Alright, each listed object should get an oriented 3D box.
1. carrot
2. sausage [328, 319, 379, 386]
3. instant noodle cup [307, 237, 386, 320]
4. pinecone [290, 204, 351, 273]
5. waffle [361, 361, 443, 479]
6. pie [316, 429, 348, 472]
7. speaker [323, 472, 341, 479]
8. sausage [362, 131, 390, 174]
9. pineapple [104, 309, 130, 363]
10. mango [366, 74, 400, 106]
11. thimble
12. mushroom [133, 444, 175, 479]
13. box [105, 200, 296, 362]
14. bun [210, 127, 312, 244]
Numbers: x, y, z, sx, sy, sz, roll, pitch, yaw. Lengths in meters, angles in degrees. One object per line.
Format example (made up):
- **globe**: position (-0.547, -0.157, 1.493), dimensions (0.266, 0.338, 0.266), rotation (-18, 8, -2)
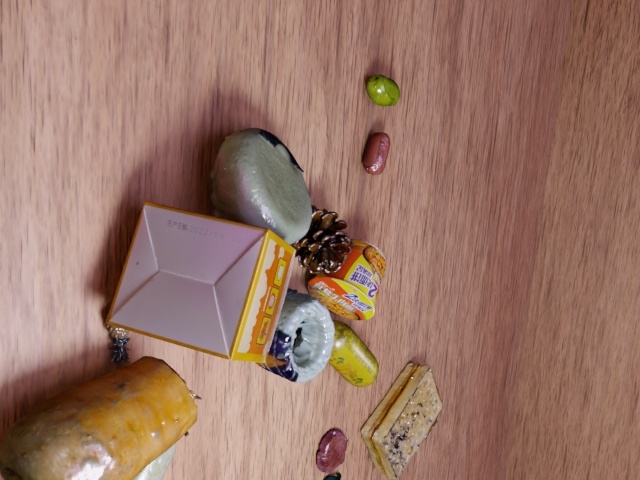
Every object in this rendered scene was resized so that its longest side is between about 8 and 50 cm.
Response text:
- **carrot**: position (-0.428, 0.377, 1.144), dimensions (0.340, 0.224, 0.224), rotation (-31, 122, -46)
- **sausage**: position (0.086, 0.355, 1.819), dimensions (0.123, 0.123, 0.347), rotation (-59, 136, -22)
- **instant noodle cup**: position (0.090, 0.107, 1.716), dimensions (0.213, 0.213, 0.174), rotation (58, 47, -40)
- **pinecone**: position (-0.002, 0.001, 1.589), dimensions (0.179, 0.195, 0.150), rotation (-3, 147, -27)
- **waffle**: position (0.311, 0.660, 2.171), dimensions (0.376, 0.114, 0.261), rotation (-44, 130, -34)
- **pie**: position (0.041, 0.691, 1.919), dimensions (0.153, 0.038, 0.154), rotation (-18, 113, -49)
- **speaker**: position (0.050, 0.815, 1.944), dimensions (0.094, 0.060, 0.076), rotation (-28, 121, -43)
- **sausage**: position (0.173, -0.269, 1.803), dimensions (0.076, 0.076, 0.141), rotation (23, 83, -50)
- **pineapple**: position (-0.428, 0.206, 1.241), dimensions (0.058, 0.058, 0.124), rotation (-22, 129, -45)
- **mango**: position (0.191, -0.451, 1.783), dimensions (0.165, 0.074, 0.091), rotation (15, 83, -62)
- **thimble**: position (-0.072, 0.255, 1.588), dimensions (0.237, 0.150, 0.238), rotation (-14, 109, -48)
- **mushroom**: position (-0.394, 0.502, 1.323), dimensions (0.107, 0.087, 0.333), rotation (52, 58, -42)
- **box**: position (-0.234, 0.091, 1.206), dimensions (0.214, 0.283, 0.260), rotation (39, 65, -71)
- **bun**: position (-0.157, -0.109, 1.371), dimensions (0.293, 0.187, 0.293), rotation (41, 38, -43)
